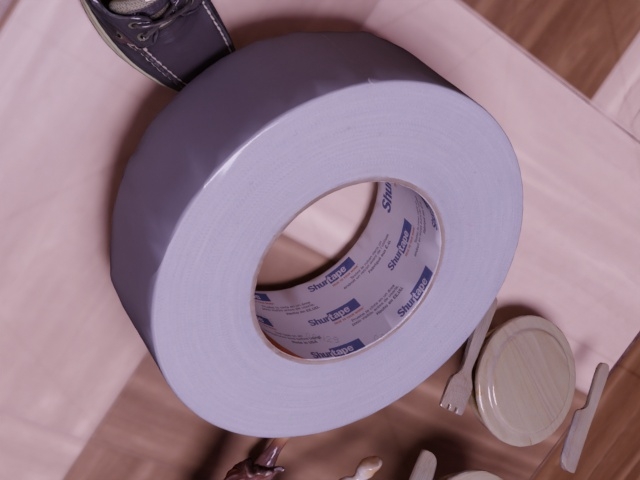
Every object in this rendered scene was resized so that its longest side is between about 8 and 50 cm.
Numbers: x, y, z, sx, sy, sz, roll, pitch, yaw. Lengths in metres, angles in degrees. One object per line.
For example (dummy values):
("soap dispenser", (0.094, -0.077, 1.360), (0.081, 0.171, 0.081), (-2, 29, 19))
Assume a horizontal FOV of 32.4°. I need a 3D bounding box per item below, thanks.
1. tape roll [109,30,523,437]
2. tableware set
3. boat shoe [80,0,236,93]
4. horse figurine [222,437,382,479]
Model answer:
("tape roll", (0.000, 0.000, 0.597), (0.219, 0.072, 0.219), (-16, 128, -22))
("tableware set", (0.108, 0.141, 0.721), (0.128, 0.039, 0.194), (30, 75, -28))
("boat shoe", (-0.089, -0.120, 0.526), (0.056, 0.049, 0.152), (-45, 126, 0))
("horse figurine", (-0.005, 0.214, 0.726), (0.174, 0.066, 0.263), (-48, 130, 0))
